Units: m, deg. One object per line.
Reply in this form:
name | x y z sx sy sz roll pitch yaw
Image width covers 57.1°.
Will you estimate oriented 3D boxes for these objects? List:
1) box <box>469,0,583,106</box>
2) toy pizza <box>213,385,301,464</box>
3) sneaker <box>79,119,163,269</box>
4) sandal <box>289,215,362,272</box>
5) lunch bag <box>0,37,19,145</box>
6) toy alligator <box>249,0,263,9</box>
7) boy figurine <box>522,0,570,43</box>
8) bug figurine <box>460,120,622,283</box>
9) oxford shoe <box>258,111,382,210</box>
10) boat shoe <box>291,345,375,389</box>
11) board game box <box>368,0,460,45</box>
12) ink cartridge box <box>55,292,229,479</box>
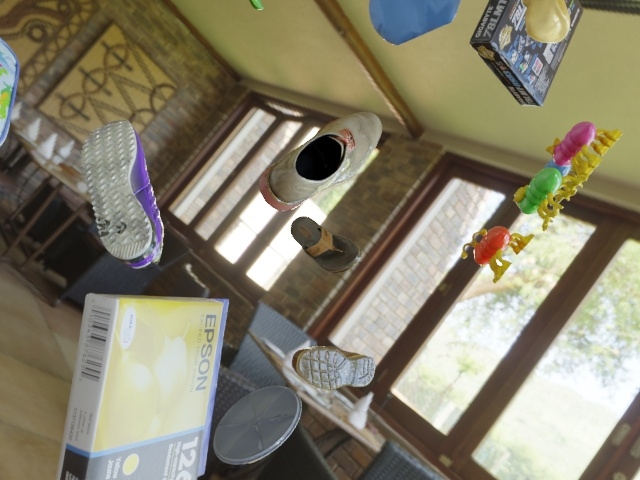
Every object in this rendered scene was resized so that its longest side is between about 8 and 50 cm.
box | 0.522 -0.535 1.464 0.293 0.296 0.073 28 -5 -41
toy pizza | -0.127 0.382 1.212 0.201 0.201 0.032 27 -33 61
sneaker | -0.348 -0.073 1.066 0.146 0.102 0.293 75 -1 -66
sandal | 0.000 0.000 1.340 0.219 0.090 0.060 40 0 37
lunch bag | -0.429 -0.171 0.587 0.219 0.090 0.176 29 43 -47
toy alligator | -0.174 -0.528 1.141 0.189 0.051 0.056 34 -8 -34
boy figurine | 0.480 -0.531 1.186 0.092 0.285 0.177 21 -18 -18
bug figurine | 0.326 -0.072 0.871 0.072 0.279 0.216 41 -29 12
oxford shoe | 0.035 -0.175 1.178 0.123 0.348 0.130 53 -36 -8
boat shoe | 0.014 0.203 0.952 0.060 0.064 0.178 10 -6 44
board game box | 0.172 -0.424 1.051 0.033 0.168 0.133 3 71 -65
ink cartridge box | -0.224 0.232 0.852 0.072 0.304 0.307 6 -3 30
